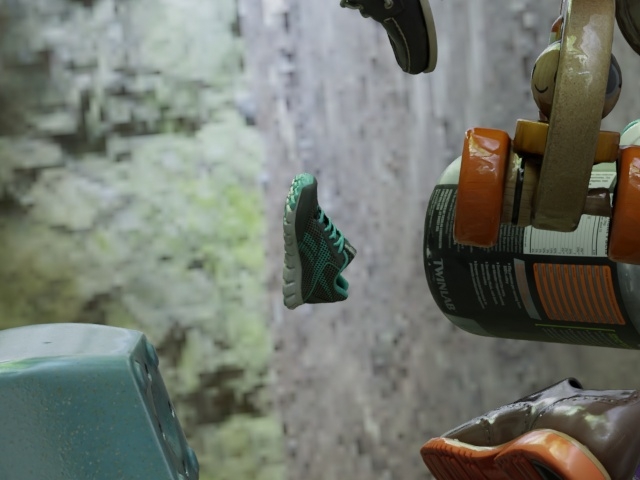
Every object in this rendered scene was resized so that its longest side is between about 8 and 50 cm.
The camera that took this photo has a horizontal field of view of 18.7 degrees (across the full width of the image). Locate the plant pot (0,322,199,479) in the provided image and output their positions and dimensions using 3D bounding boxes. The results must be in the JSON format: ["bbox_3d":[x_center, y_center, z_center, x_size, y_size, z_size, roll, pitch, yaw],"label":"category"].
[{"bbox_3d":[-0.245,0.198,1.683,0.248,0.252,0.247,-84,-26,-83],"label":"plant pot"}]

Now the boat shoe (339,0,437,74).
[{"bbox_3d":[0.037,-0.205,1.478,0.075,0.065,0.206,-122,9,-50],"label":"boat shoe"}]

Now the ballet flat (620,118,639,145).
[{"bbox_3d":[0.557,-0.075,2.406,0.139,0.400,0.139,-178,90,-73],"label":"ballet flat"}]

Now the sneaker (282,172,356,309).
[{"bbox_3d":[0.000,0.000,2.008,0.065,0.076,0.166,-83,-5,-50],"label":"sneaker"}]

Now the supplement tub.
[{"bbox_3d":[0.269,0.005,1.845,0.316,0.193,0.194,3,101,43],"label":"supplement tub"}]

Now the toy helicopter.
[{"bbox_3d":[0.186,-0.158,1.404,0.355,0.140,0.235,-74,-11,-56],"label":"toy helicopter"}]

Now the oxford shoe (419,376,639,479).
[{"bbox_3d":[0.157,0.154,1.391,0.097,0.098,0.271,52,160,-9],"label":"oxford shoe"}]

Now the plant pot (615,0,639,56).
[{"bbox_3d":[0.387,-0.255,1.977,0.165,0.167,0.167,-32,-64,-86],"label":"plant pot"}]

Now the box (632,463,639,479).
[{"bbox_3d":[0.418,0.269,1.900,0.057,0.293,0.201,31,120,53],"label":"box"}]
